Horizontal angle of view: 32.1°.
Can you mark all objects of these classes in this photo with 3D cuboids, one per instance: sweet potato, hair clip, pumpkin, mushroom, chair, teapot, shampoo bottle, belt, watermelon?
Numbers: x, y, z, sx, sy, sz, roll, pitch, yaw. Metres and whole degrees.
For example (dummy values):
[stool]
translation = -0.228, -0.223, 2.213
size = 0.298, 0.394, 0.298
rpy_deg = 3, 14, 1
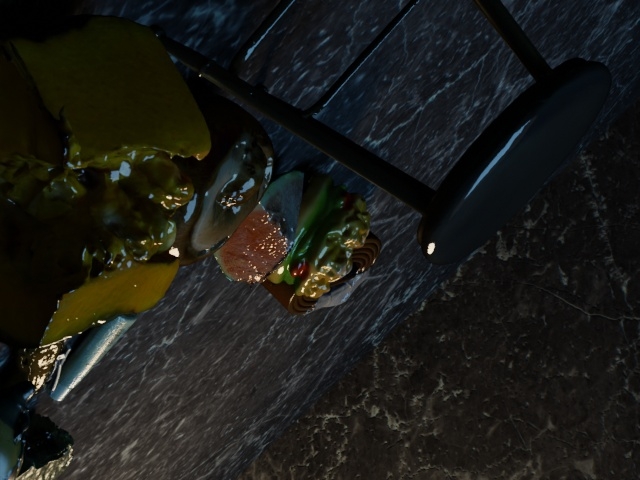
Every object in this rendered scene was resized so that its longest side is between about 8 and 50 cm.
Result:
[sweet potato]
translation = -0.429, 0.179, 1.627
size = 0.081, 0.062, 0.233
rpy_deg = -8, 146, -40
[hair clip]
translation = -0.421, 0.194, 1.739
size = 0.039, 0.030, 0.115
rpy_deg = -11, 144, -31
[pumpkin]
translation = -0.256, -0.064, 1.088
size = 0.225, 0.256, 0.303
rpy_deg = -11, 129, -51
[mushroom]
translation = -0.163, -0.076, 1.462
size = 0.253, 0.153, 0.253
rpy_deg = -48, 161, -23
[chair]
translation = 0.106, -0.213, 1.358
size = 0.365, 0.410, 0.362
rpy_deg = -48, 164, 9
[teapot]
translation = -0.504, 0.287, 1.556
size = 0.269, 0.173, 0.182
rpy_deg = -39, -169, 14
[shampoo bottle]
translation = -0.374, 0.182, 1.797
size = 0.191, 0.041, 0.069
rpy_deg = -48, 169, 11
[belt]
translation = 0.002, 0.043, 2.249
size = 0.217, 0.122, 0.338
rpy_deg = -53, 162, 19
[watermelon]
translation = -0.104, -0.041, 1.856
size = 0.231, 0.128, 0.146
rpy_deg = -45, -160, 48

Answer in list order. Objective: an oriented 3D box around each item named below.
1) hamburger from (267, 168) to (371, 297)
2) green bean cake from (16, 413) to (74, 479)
[hamburger]
translation = 0.000, 0.000, 1.987
size = 0.237, 0.149, 0.237
rpy_deg = -60, -179, 2
[green bean cake]
translation = -0.501, 0.357, 1.796
size = 0.208, 0.107, 0.193
rpy_deg = -36, 159, -32
